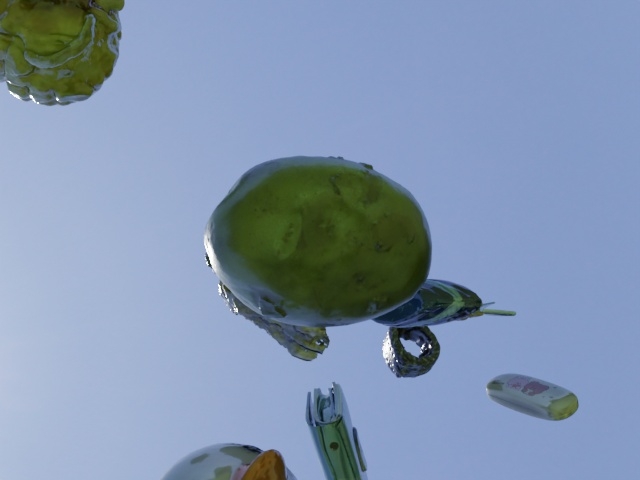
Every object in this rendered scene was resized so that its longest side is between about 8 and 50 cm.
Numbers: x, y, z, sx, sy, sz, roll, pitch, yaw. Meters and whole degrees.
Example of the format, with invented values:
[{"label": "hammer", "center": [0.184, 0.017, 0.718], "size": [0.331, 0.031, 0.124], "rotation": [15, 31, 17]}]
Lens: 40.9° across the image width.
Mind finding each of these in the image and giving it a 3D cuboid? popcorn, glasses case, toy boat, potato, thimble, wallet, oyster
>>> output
[{"label": "popcorn", "center": [-0.339, -0.287, 1.079], "size": [0.181, 0.217, 0.235], "rotation": [2, -87, -14]}, {"label": "glasses case", "center": [0.171, 0.127, 0.700], "size": [0.032, 0.083, 0.021], "rotation": [-27, -68, -30]}, {"label": "toy boat", "center": [0.190, 0.092, 1.275], "size": [0.291, 0.221, 0.067], "rotation": [4, -96, -45]}, {"label": "potato", "center": [0.000, 0.000, 0.873], "size": [0.253, 0.148, 0.186], "rotation": [21, -71, -41]}, {"label": "thimble", "center": [0.164, 0.191, 1.548], "size": [0.095, 0.066, 0.104], "rotation": [4, -129, -9]}, {"label": "wallet", "center": [0.039, 0.384, 1.466], "size": [0.075, 0.176, 0.250], "rotation": [-15, -77, 2]}, {"label": "oyster", "center": [-0.070, 0.092, 1.164], "size": [0.072, 0.132, 0.209], "rotation": [-23, -126, -31]}]

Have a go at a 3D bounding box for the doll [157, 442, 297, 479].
[{"label": "doll", "center": [-0.045, 0.261, 0.618], "size": [0.221, 0.221, 0.251], "rotation": [-14, -55, -38]}]
